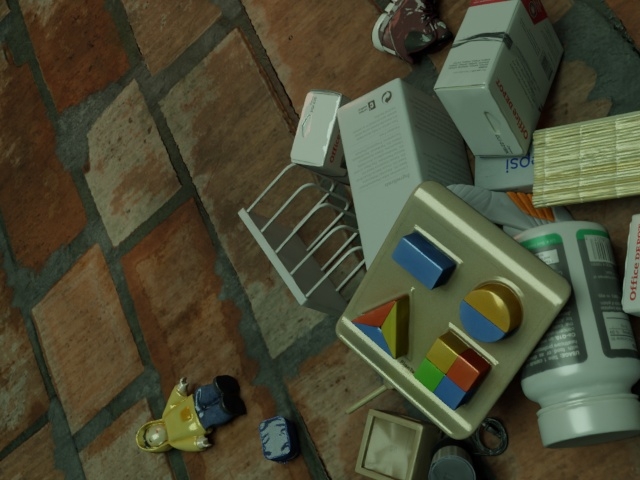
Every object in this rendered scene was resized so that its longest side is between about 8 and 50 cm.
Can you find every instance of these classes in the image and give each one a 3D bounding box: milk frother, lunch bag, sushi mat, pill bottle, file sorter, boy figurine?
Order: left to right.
[{"bbox_3d":[-0.308,0.404,2.301,0.285,0.092,0.177,-30,65,25],"label":"boy figurine"},{"bbox_3d":[-0.085,0.430,2.143,0.067,0.065,0.098,-17,67,16],"label":"lunch bag"},{"bbox_3d":[0.000,0.000,2.104,0.173,0.193,0.277,-46,56,15],"label":"file sorter"},{"bbox_3d":[0.272,0.396,1.835,0.129,0.135,0.143,19,96,5],"label":"milk frother"},{"bbox_3d":[0.433,0.164,1.727,0.204,0.204,0.361,-20,67,32],"label":"pill bottle"},{"bbox_3d":[0.518,-0.147,1.740,0.317,0.019,0.151,-8,72,34],"label":"sushi mat"}]

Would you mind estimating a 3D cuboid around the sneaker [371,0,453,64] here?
[{"bbox_3d":[0.235,-0.499,2.113,0.162,0.106,0.281,39,114,31],"label":"sneaker"}]

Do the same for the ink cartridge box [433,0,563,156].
[{"bbox_3d":[0.337,-0.317,1.862,0.114,0.197,0.272,0,54,38],"label":"ink cartridge box"}]

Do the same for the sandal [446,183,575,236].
[{"bbox_3d":[0.345,-0.040,1.873,0.102,0.265,0.076,-77,1,-45],"label":"sandal"}]

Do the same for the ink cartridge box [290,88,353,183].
[{"bbox_3d":[0.049,-0.208,2.097,0.092,0.218,0.158,13,87,38],"label":"ink cartridge box"}]

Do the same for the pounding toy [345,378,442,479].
[{"bbox_3d":[0.144,0.364,1.966,0.181,0.094,0.206,11,86,38],"label":"pounding toy"}]

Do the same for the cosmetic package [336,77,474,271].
[{"bbox_3d":[0.192,-0.059,1.948,0.161,0.230,0.453,-24,65,32],"label":"cosmetic package"}]

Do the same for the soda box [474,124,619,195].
[{"bbox_3d":[0.434,-0.140,1.871,0.286,0.091,0.098,-7,74,35],"label":"soda box"}]

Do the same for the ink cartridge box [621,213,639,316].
[{"bbox_3d":[0.609,0.036,1.602,0.237,0.100,0.172,-14,63,61],"label":"ink cartridge box"}]

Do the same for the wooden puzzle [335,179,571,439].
[{"bbox_3d":[0.204,0.123,1.708,0.322,0.080,0.347,40,116,22],"label":"wooden puzzle"}]
